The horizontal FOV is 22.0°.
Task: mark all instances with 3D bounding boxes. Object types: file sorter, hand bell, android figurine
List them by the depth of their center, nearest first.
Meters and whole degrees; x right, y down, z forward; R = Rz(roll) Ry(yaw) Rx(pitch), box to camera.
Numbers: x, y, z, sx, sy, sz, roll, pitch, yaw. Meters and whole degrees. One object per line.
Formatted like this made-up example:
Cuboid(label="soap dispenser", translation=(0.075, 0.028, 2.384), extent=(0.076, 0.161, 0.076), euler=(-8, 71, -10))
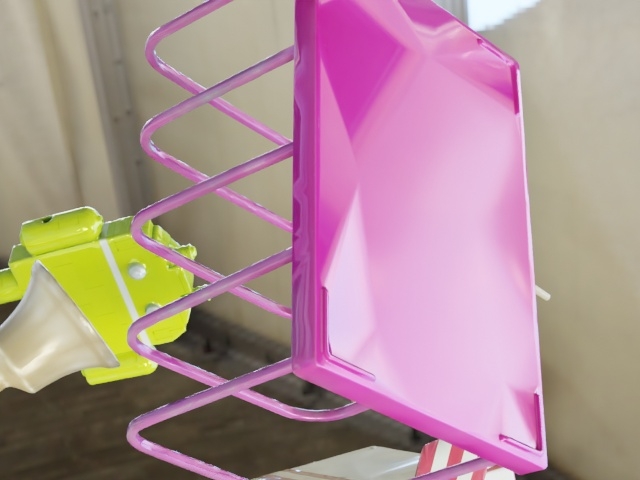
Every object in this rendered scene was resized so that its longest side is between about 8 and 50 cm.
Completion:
Cuboid(label="file sorter", translation=(0.000, 0.000, 1.019), extent=(0.182, 0.202, 0.290), euler=(-23, -126, 36))
Cuboid(label="hand bell", translation=(-0.318, 0.139, 1.507), extent=(0.242, 0.126, 0.126), euler=(-38, -139, -10))
Cuboid(label="android figurine", translation=(-0.270, 0.066, 2.010), extent=(0.273, 0.248, 0.056), euler=(-11, -148, 9))

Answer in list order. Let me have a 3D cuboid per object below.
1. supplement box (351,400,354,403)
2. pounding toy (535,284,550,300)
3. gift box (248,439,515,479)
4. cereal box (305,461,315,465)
Cuboid(label="supplement box", translation=(0.049, 0.094, 1.411), extent=(0.083, 0.043, 0.055), euler=(-31, -160, -1))
Cuboid(label="pounding toy", translation=(0.236, 0.051, 2.226), extent=(0.141, 0.130, 0.100), euler=(4, -143, 13))
Cuboid(label="gift box", translation=(0.043, 0.281, 1.267), extent=(0.276, 0.255, 0.258), euler=(-18, -174, -24))
Cuboid(label="cereal box", translation=(-0.097, 0.304, 1.602), extent=(0.240, 0.047, 0.173), euler=(-20, -164, -6))
